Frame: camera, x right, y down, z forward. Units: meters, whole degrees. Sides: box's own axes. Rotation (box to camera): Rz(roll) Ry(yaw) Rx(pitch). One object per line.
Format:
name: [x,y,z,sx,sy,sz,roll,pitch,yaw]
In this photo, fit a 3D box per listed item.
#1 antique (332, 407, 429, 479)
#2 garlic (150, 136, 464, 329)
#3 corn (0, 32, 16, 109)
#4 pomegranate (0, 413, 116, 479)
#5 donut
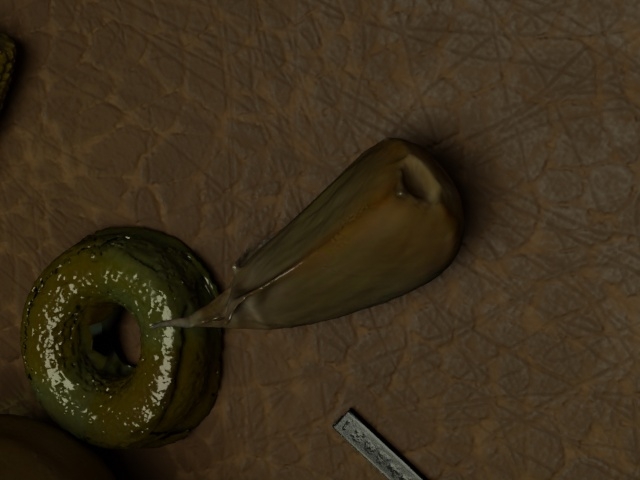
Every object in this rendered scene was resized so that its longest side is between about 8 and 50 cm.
antique: [0.093,0.264,1.642,0.192,0.015,0.031,42,110,8]
garlic: [-0.002,0.006,1.539,0.338,0.196,0.151,-28,74,25]
corn: [-0.455,-0.113,1.726,0.115,0.115,0.317,31,109,13]
pomegranate: [-0.395,0.377,1.637,0.417,0.417,0.416,4,101,19]
donut: [-0.237,0.120,1.690,0.272,0.107,0.272,3,99,19]
